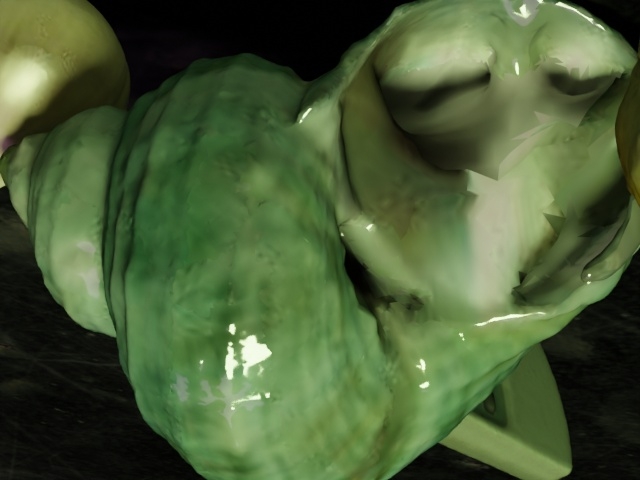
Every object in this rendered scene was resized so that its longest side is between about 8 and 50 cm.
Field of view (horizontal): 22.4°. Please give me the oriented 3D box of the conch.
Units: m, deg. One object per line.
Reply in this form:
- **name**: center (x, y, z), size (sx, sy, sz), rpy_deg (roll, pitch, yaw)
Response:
- **conch**: center (0.000, 0.000, 0.663), size (0.277, 0.220, 0.195), rpy_deg (9, -169, 8)

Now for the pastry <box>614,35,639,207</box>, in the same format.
- **pastry**: center (0.206, -0.010, 0.525), size (0.236, 0.120, 0.257), rpy_deg (33, -152, 22)

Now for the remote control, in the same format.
- **remote control**: center (0.040, 0.041, 0.864), size (0.038, 0.123, 0.285), rpy_deg (-35, 135, 29)

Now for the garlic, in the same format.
- **garlic**: center (-0.170, -0.080, 0.711), size (0.175, 0.099, 0.124), rpy_deg (6, 138, -3)
